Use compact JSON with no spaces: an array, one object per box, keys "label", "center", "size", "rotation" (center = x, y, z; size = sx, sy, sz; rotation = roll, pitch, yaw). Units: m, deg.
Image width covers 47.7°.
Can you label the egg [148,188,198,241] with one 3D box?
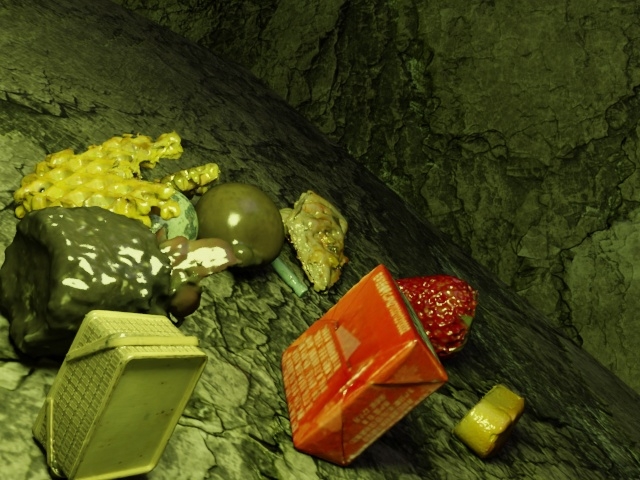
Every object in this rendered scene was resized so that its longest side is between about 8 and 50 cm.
[{"label":"egg","center":[-0.267,-0.016,1.161],"size":[0.132,0.132,0.172],"rotation":[33,28,-9]}]

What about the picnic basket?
[{"label":"picnic basket","center":[-0.200,0.155,0.725],"size":[0.079,0.164,0.115],"rotation":[34,12,33]}]

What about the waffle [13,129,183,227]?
[{"label":"waffle","center":[-0.341,-0.093,1.113],"size":[0.260,0.069,0.293],"rotation":[-10,30,-7]}]

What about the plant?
[{"label":"plant","center":[-0.255,0.051,0.873],"size":[0.234,0.204,0.178],"rotation":[1,45,-47]}]

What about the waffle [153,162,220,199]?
[{"label":"waffle","center":[-0.266,-0.108,1.401],"size":[0.149,0.194,0.051],"rotation":[-21,90,-31]}]

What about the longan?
[{"label":"longan","center":[-0.152,-0.019,1.368],"size":[0.185,0.159,0.204],"rotation":[28,25,-24]}]

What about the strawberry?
[{"label":"strawberry","center":[0.236,0.163,1.685],"size":[0.244,0.205,0.205],"rotation":[17,10,16]}]

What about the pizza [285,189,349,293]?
[{"label":"pizza","center":[0.000,0.000,1.668],"size":[0.189,0.071,0.297],"rotation":[48,30,-21]}]

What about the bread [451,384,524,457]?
[{"label":"bread","center":[0.340,0.350,1.421],"size":[0.094,0.102,0.245],"rotation":[38,14,19]}]

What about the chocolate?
[{"label":"chocolate","center":[0.060,0.185,1.078],"size":[0.108,0.235,0.237],"rotation":[42,12,-21]}]

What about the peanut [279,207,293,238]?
[{"label":"peanut","center":[-0.061,-0.033,1.761],"size":[0.187,0.082,0.082],"rotation":[17,23,-49]}]

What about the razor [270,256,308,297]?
[{"label":"razor","center":[-0.111,0.031,1.522],"size":[0.232,0.068,0.106],"rotation":[48,19,19]}]
